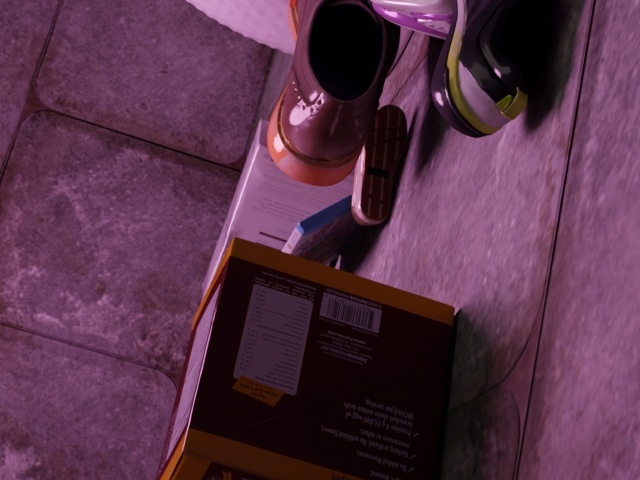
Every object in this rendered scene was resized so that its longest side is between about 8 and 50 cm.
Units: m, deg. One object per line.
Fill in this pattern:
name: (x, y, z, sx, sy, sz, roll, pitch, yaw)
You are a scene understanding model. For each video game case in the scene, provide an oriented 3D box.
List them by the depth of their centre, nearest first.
video game case: (0.000, 0.000, 1.539, 0.119, 0.015, 0.166, -28, -16, -30)

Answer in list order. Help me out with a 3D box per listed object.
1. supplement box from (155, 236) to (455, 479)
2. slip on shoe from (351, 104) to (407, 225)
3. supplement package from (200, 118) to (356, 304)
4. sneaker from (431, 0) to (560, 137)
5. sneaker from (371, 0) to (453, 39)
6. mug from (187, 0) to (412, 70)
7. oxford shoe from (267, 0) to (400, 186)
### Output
supplement box: (-0.013, 0.134, 1.066, 0.129, 0.191, 0.194, 120, 165, -52)
slip on shoe: (0.060, -0.080, 1.468, 0.041, 0.051, 0.135, 153, 127, -68)
supplement package: (-0.053, -0.006, 1.703, 0.139, 0.134, 0.244, -92, 22, -71)
sneaker: (0.158, -0.181, 1.087, 0.097, 0.084, 0.234, -24, 45, 44)
sneaker: (0.116, -0.284, 1.314, 0.305, 0.114, 0.152, -95, 24, -67)
mug: (-0.021, -0.410, 1.667, 0.276, 0.328, 0.374, -83, 14, -45)
oxford shoe: (0.036, -0.229, 1.434, 0.132, 0.130, 0.363, 117, 164, -52)
